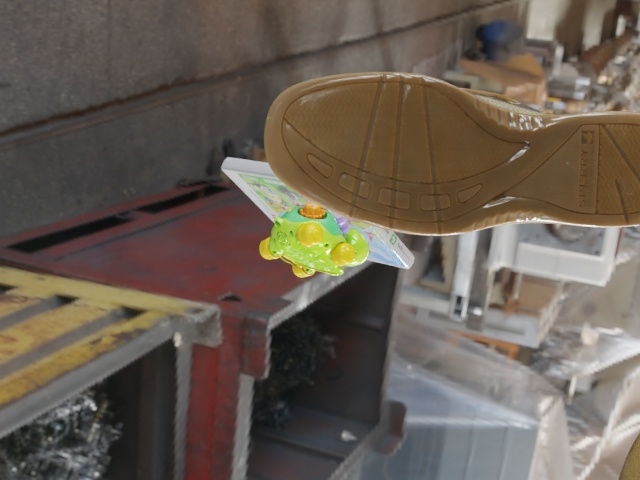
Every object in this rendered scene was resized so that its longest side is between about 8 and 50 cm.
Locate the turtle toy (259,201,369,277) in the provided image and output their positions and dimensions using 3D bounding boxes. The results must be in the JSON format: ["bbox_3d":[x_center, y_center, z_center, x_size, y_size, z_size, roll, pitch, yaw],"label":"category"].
[{"bbox_3d":[0.000,0.000,1.055,0.130,0.095,0.066,30,60,-32],"label":"turtle toy"}]

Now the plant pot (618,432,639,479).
[{"bbox_3d":[0.324,0.203,0.647,0.032,0.236,0.236,67,37,-81],"label":"plant pot"}]

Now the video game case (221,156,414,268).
[{"bbox_3d":[-0.004,-0.036,1.236,0.193,0.212,0.023,46,65,-44],"label":"video game case"}]

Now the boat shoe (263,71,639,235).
[{"bbox_3d":[0.119,-0.070,0.780,0.123,0.342,0.123,-147,-121,-79],"label":"boat shoe"}]
